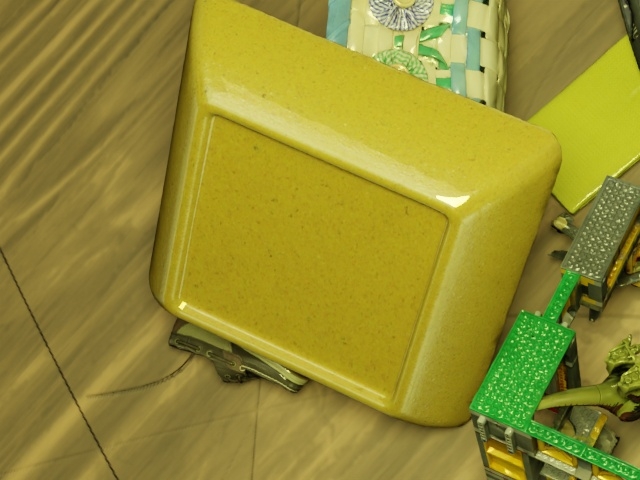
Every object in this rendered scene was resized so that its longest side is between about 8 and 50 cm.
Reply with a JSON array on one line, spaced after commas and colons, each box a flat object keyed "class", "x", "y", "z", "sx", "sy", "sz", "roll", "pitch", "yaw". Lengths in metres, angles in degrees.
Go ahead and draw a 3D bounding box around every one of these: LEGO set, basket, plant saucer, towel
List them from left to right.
[{"class": "plant saucer", "x": 0.000, "y": 0.000, "z": 1.386, "sx": 0.332, "sy": 0.081, "sz": 0.333, "roll": 24, "pitch": 130, "yaw": 13}, {"class": "basket", "x": 0.023, "y": -0.158, "z": 1.488, "sx": 0.289, "sy": 0.201, "sz": 0.255, "roll": -1, "pitch": 77, "yaw": 16}, {"class": "towel", "x": 0.289, "y": -0.134, "z": 1.493, "sx": 0.237, "sy": 0.021, "sz": 0.102, "roll": -41, "pitch": 64, "yaw": 5}, {"class": "LEGO set", "x": 0.272, "y": 0.116, "z": 1.357, "sx": 0.255, "sy": 0.192, "sz": 0.331, "roll": 14, "pitch": 65, "yaw": 19}]

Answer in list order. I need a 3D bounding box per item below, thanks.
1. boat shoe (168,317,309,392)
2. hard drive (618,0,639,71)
[{"class": "boat shoe", "x": -0.078, "y": 0.111, "z": 1.539, "sx": 0.152, "sy": 0.056, "sz": 0.049, "roll": 27, "pitch": 91, "yaw": 32}, {"class": "hard drive", "x": 0.371, "y": -0.148, "z": 1.425, "sx": 0.172, "sy": 0.054, "sz": 0.255, "roll": -21, "pitch": 82, "yaw": 10}]
